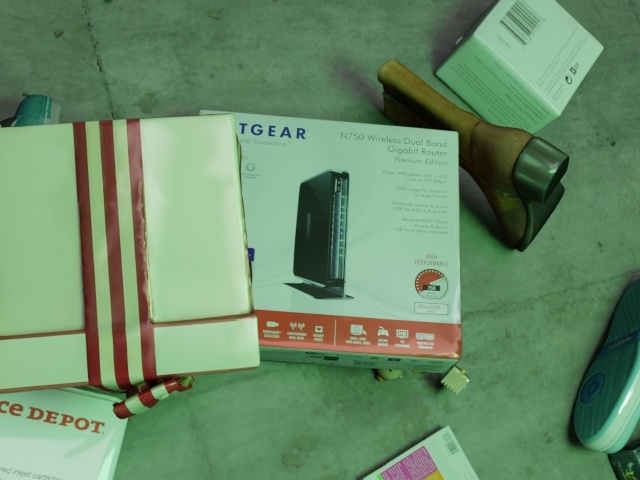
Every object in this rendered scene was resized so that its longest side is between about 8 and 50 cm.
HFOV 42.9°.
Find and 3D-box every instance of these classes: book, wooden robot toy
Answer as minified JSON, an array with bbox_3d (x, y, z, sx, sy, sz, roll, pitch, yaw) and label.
[{"bbox_3d":[0.130,0.310,1.034,0.144,0.035,0.096,-23,78,-29],"label":"book"},{"bbox_3d":[0.108,0.155,1.076,0.173,0.076,0.079,37,97,-7],"label":"wooden robot toy"}]

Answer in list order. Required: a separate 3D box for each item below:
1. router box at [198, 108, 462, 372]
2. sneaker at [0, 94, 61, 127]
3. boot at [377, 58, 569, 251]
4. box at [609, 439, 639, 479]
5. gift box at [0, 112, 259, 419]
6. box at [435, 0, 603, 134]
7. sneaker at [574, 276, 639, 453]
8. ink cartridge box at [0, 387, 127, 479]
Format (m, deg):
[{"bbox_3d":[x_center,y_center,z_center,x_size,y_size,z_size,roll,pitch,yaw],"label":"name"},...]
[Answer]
[{"bbox_3d":[0.000,0.000,1.012,0.336,0.082,0.301,4,69,-4],"label":"router box"},{"bbox_3d":[-0.388,-0.050,0.899,0.121,0.108,0.302,26,65,-18],"label":"sneaker"},{"bbox_3d":[0.200,-0.112,1.158,0.280,0.264,0.096,33,83,21],"label":"boot"},{"bbox_3d":[0.539,0.383,1.166,0.184,0.059,0.232,-13,78,-28],"label":"box"},{"bbox_3d":[-0.198,0.033,0.794,0.277,0.255,0.258,-6,86,-1],"label":"gift box"},{"bbox_3d":[0.311,-0.282,1.277,0.182,0.119,0.181,41,61,-5],"label":"box"},{"bbox_3d":[0.508,0.212,1.179,0.208,0.127,0.319,39,62,-5],"label":"sneaker"},{"bbox_3d":[-0.325,0.280,0.800,0.202,0.117,0.278,17,65,-17],"label":"ink cartridge box"}]
